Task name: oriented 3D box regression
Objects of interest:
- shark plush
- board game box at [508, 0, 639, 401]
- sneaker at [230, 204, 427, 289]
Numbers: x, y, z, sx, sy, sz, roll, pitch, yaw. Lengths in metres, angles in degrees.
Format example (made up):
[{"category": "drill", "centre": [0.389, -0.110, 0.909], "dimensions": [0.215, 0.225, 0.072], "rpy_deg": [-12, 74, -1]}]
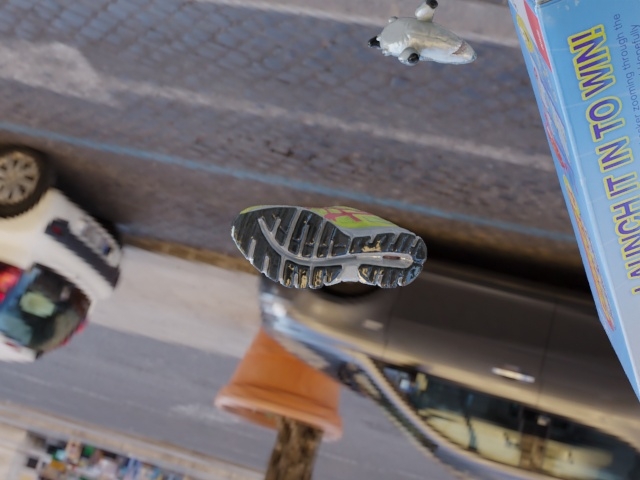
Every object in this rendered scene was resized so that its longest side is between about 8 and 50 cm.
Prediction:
[{"category": "shark plush", "centre": [0.100, -0.211, 1.240], "dimensions": [0.067, 0.073, 0.161], "rpy_deg": [19, 167, -32]}, {"category": "board game box", "centre": [0.280, -0.077, 0.601], "dimensions": [0.302, 0.086, 0.308], "rpy_deg": [-20, 129, 7]}, {"category": "sneaker", "centre": [0.000, 0.000, 1.145], "dimensions": [0.209, 0.081, 0.094], "rpy_deg": [11, -163, -26]}]
